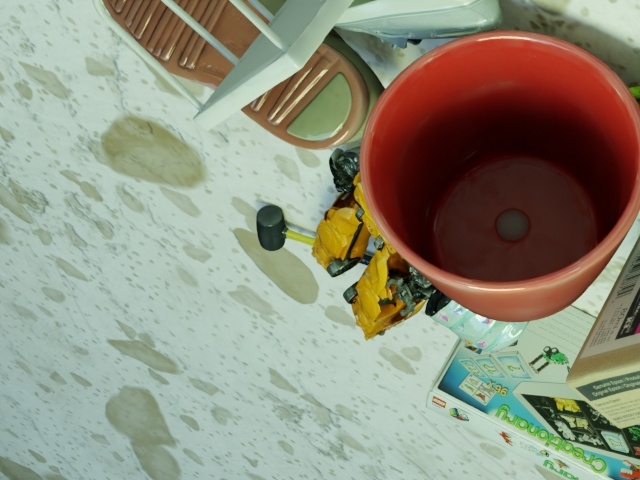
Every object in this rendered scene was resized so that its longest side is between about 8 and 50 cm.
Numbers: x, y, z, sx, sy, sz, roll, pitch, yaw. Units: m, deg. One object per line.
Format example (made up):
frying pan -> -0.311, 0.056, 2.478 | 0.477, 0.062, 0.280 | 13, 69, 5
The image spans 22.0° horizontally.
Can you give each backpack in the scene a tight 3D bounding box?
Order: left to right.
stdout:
backpack -> 0.199, 0.033, 1.837 | 0.115, 0.182, 0.152 | 33, 152, 0

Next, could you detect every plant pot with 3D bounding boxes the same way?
plant pot -> 0.190, -0.042, 1.653 | 0.275, 0.275, 0.243 | 24, 168, 16

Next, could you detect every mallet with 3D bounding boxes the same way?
mallet -> 0.000, 0.000, 2.156 | 0.189, 0.039, 0.062 | 14, 145, 23

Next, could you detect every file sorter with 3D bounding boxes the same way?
file sorter -> -0.052, -0.275, 1.506 | 0.173, 0.278, 0.193 | 42, 151, -13

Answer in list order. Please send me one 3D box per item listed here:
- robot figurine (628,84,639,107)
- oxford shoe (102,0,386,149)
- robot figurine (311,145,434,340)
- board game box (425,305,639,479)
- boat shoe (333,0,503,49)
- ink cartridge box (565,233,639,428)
robot figurine -> 0.338, -0.115, 1.579 | 0.101, 0.067, 0.115 | 35, 154, 23
oxford shoe -> -0.091, -0.225, 1.778 | 0.397, 0.140, 0.146 | 42, -161, 18
robot figurine -> 0.072, 0.000, 1.982 | 0.211, 0.085, 0.291 | 57, 156, 15
board game box -> 0.303, 0.183, 1.957 | 0.305, 0.193, 0.053 | 27, 151, 12
boat shoe -> 0.082, -0.228, 1.652 | 0.227, 0.079, 0.081 | 1, 135, 40
ink cartridge box -> 0.372, 0.061, 1.644 | 0.088, 0.235, 0.193 | 39, 151, -13
